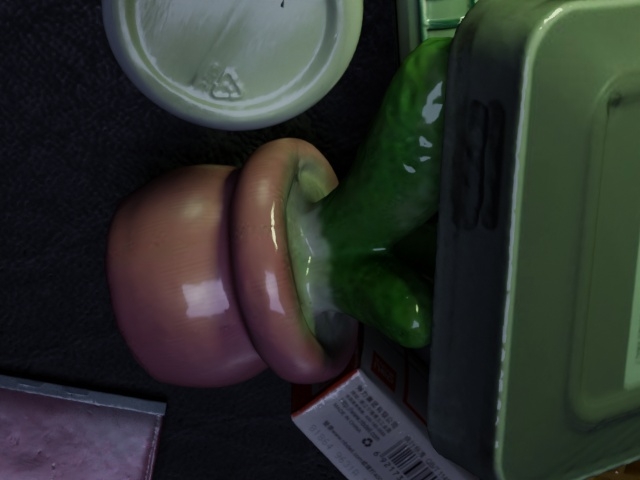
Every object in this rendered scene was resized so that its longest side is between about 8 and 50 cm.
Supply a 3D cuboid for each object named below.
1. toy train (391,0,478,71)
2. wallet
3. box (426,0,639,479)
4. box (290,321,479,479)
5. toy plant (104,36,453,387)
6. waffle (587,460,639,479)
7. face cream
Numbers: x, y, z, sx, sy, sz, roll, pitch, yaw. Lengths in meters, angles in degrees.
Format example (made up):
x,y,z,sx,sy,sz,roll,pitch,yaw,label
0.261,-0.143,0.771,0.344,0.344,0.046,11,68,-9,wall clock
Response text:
x,y,z,sx,sy,sz,roll,pitch,yaw,label
0.094,-0.268,1.326,0.086,0.088,0.407,-4,115,3,toy train
-0.272,0.194,1.561,0.232,0.025,0.119,11,88,-4,wallet
0.268,-0.017,1.314,0.396,0.111,0.396,-13,114,-35,box
0.063,0.167,1.514,0.099,0.133,0.182,-37,108,18,box
-0.004,-0.002,1.359,0.356,0.210,0.317,-6,134,24,toy plant
0.280,0.201,1.548,0.283,0.065,0.309,-30,118,5,waffle
-0.067,-0.210,1.299,0.201,0.187,0.201,0,116,0,face cream
